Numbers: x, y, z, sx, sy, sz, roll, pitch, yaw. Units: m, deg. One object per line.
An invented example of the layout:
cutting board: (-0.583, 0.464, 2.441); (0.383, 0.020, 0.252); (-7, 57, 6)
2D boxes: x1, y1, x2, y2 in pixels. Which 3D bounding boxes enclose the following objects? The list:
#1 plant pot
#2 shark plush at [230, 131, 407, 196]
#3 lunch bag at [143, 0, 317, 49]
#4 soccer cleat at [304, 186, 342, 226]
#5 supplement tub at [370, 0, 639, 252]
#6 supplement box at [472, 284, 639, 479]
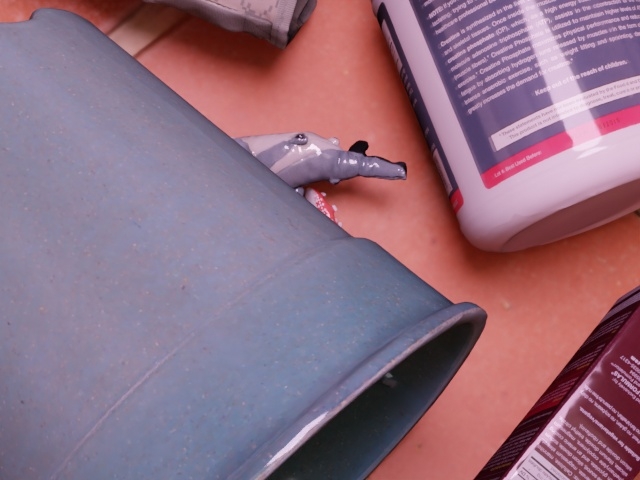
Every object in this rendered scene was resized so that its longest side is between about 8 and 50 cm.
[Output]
plant pot: (-0.130, 0.052, 0.865); (0.341, 0.341, 0.334); (-41, 75, -13)
shark plush: (-0.017, -0.047, 1.020); (0.161, 0.073, 0.067); (-4, 93, -2)
lunch bag: (-0.082, -0.294, 1.023); (0.235, 0.169, 0.287); (24, 70, 1)
soccer cleat: (0.000, 0.000, 1.027); (0.035, 0.029, 0.083); (-20, 83, -16)
supplement tub: (0.150, -0.144, 0.993); (0.191, 0.191, 0.272); (-19, 79, -10)
supplement box: (0.185, 0.137, 0.957); (0.073, 0.130, 0.239); (41, 77, 5)
